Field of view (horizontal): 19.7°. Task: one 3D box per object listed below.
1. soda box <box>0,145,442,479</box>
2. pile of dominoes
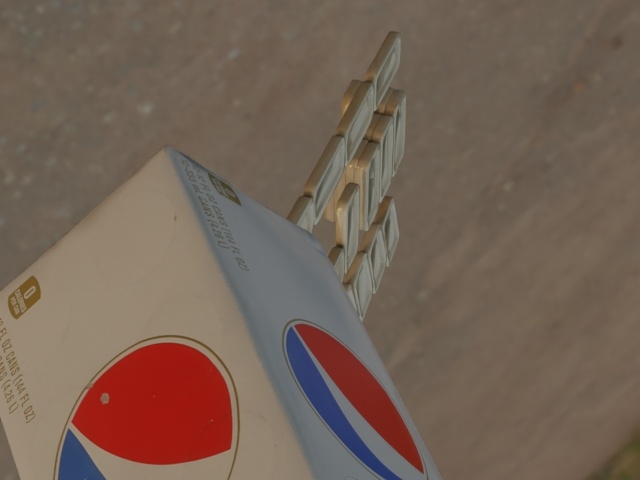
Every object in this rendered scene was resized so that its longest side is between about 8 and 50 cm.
[{"bbox_3d":[-0.007,0.083,0.412,0.074,0.216,0.069,-40,140,16],"label":"soda box"},{"bbox_3d":[0.000,0.000,1.167,0.251,0.040,0.196,-62,159,-46],"label":"pile of dominoes"}]
